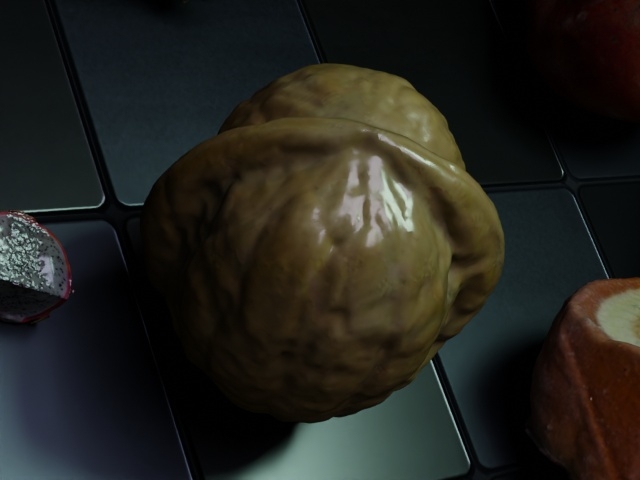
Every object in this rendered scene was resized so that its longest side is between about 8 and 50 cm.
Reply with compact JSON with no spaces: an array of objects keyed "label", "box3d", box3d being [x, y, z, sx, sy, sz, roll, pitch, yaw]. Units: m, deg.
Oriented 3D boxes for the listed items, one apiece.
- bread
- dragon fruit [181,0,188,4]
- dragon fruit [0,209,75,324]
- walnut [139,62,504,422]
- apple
[{"label":"bread","box3d":[0.281,0.122,1.129,0.190,0.123,0.244,36,27,26]},{"label":"dragon fruit","box3d":[-0.129,-0.291,1.106,0.262,0.134,0.212,-28,94,-28]},{"label":"dragon fruit","box3d":[-0.208,0.015,0.897,0.083,0.056,0.060,16,57,-34]},{"label":"walnut","box3d":[0.000,0.000,0.926,0.257,0.257,0.225,27,52,-21]},{"label":"apple","box3d":[0.307,-0.228,1.320,0.234,0.234,0.234,18,54,-27]}]
